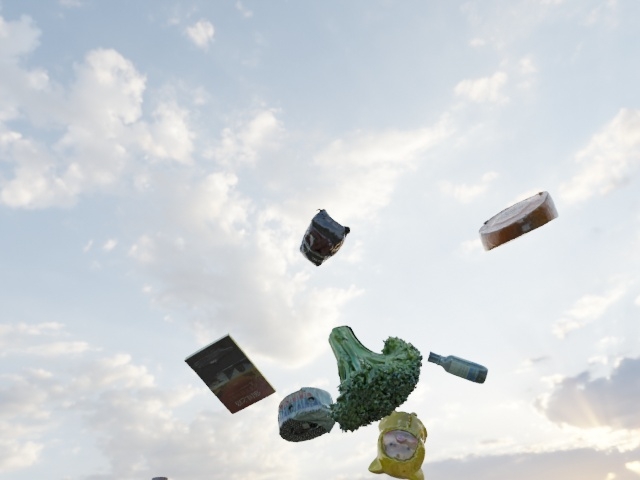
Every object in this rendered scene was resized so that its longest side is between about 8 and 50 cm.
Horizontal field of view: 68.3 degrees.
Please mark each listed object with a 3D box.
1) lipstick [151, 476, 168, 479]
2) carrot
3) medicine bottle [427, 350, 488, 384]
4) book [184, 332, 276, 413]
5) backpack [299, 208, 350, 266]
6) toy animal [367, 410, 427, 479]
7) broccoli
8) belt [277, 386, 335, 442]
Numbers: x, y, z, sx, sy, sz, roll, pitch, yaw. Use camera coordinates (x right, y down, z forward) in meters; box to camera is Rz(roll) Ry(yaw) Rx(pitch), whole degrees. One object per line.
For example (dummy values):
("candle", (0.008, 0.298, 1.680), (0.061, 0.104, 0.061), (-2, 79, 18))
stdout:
("lipstick", (-0.493, 0.890, 1.379), (0.057, 0.357, 0.057), (-3, -38, -2))
("carrot", (0.624, -0.057, 1.506), (0.258, 0.100, 0.307), (-33, -6, 15))
("medicine bottle", (0.490, 0.452, 1.694), (0.208, 0.054, 0.090), (17, -38, 17))
("book", (-0.416, 0.624, 2.188), (0.262, 0.028, 0.374), (-31, -73, 13))
("backpack", (0.002, 0.003, 1.368), (0.120, 0.106, 0.165), (35, -47, 10))
("toy animal", (0.225, 0.566, 1.321), (0.156, 0.230, 0.156), (6, -68, 16))
("broccoli", (0.084, 0.240, 0.890), (0.219, 0.194, 0.194), (-23, -31, -19))
("belt", (-0.056, 0.713, 1.938), (0.257, 0.150, 0.207), (-30, -54, 13))
